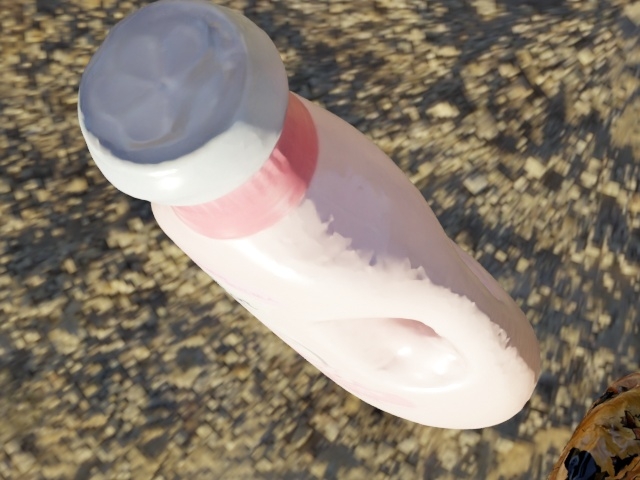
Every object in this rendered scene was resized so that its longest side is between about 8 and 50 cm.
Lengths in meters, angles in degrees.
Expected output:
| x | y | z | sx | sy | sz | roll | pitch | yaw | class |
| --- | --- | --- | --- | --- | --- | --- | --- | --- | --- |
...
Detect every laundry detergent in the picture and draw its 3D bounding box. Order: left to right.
| x | y | z | sx | sy | sz | roll | pitch | yaw | class |
| --- | --- | --- | --- | --- | --- | --- | --- | --- | --- |
| 0.000 | 0.000 | 0.765 | 0.159 | 0.335 | 0.088 | 20 | 78 | 27 | laundry detergent |

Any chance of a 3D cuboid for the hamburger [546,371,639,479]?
| x | y | z | sx | sy | sz | roll | pitch | yaw | class |
| --- | --- | --- | --- | --- | --- | --- | --- | --- | --- |
| 0.189 | 0.167 | 0.761 | 0.107 | 0.231 | 0.231 | -9 | 98 | 53 | hamburger |
